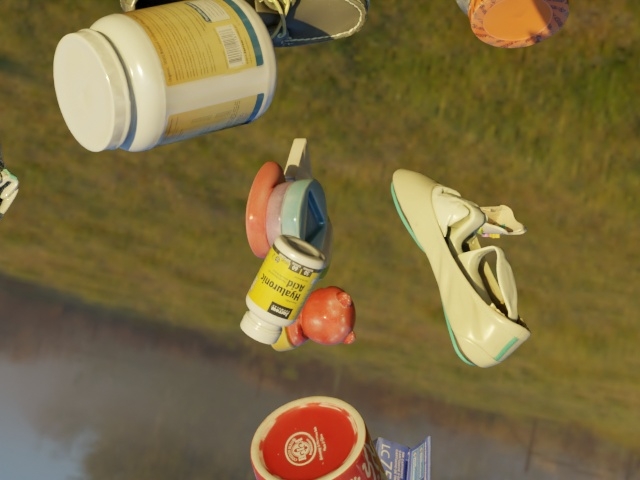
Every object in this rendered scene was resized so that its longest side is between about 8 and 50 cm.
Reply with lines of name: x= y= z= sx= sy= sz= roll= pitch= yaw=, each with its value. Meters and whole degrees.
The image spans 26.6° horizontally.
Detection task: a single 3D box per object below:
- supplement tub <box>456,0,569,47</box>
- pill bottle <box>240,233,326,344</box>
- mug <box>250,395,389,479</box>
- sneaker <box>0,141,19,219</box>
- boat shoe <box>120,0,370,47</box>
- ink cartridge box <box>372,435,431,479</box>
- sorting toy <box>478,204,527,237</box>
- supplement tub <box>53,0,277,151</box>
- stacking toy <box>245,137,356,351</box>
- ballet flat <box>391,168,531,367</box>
supplement tub: x=0.293 y=-0.473 z=2.130 sx=0.193 sy=0.316 sz=0.194 roll=-4 pitch=150 yaw=-2
pill bottle: x=-0.045 y=0.057 z=1.537 sx=0.065 sy=0.116 sz=0.065 roll=25 pitch=-163 yaw=-8
mug: x=-0.003 y=0.206 z=1.081 sx=0.150 sy=0.113 sz=0.169 roll=29 pitch=148 yaw=41
sneaker: x=-0.430 y=-0.075 z=1.769 sx=0.094 sy=0.212 sz=0.080 roll=-28 pitch=133 yaw=26
boat shoe: x=-0.085 y=-0.273 z=1.598 sx=0.304 sy=0.109 sz=0.091 roll=3 pitch=-148 yaw=-13
ink cartridge box: x=0.035 y=0.382 z=1.792 sx=0.065 sy=0.186 sz=0.311 roll=25 pitch=142 yaw=-26
sorting toy: x=0.246 y=-0.021 z=1.890 sx=0.083 sy=0.045 sz=0.075 roll=-3 pitch=-166 yaw=-39
supplement tub: x=-0.161 y=-0.174 z=1.415 sx=0.199 sy=0.144 sz=0.144 roll=-18 pitch=-166 yaw=-35
stacking toy: x=0.000 y=0.000 z=2.196 sx=0.130 sy=0.309 sz=0.279 roll=2 pitch=-145 yaw=20
ballet flat: x=0.149 y=0.012 z=1.397 sx=0.086 sy=0.248 sz=0.086 roll=-16 pitch=153 yaw=-9
